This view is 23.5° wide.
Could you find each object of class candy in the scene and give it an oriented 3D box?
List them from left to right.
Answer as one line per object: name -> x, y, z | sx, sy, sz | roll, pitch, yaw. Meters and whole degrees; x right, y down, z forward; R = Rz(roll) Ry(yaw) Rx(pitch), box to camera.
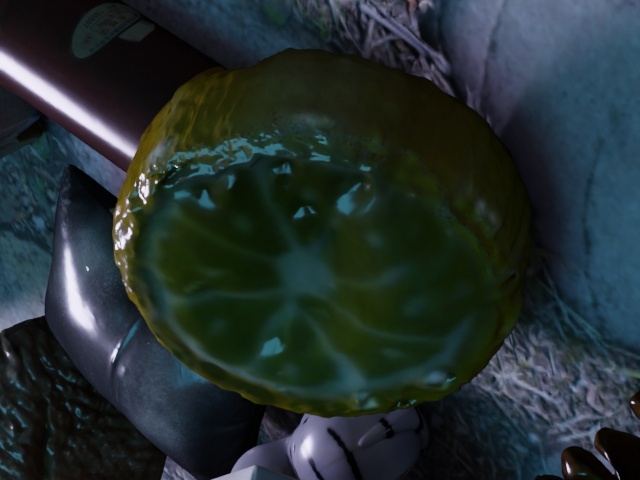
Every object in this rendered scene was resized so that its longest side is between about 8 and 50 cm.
candy -> 0.000, 0.000, 0.941 | 0.260, 0.118, 0.260 | 8, 134, 9

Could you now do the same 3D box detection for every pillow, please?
pillow -> -0.134, 0.073, 1.211 | 0.250, 0.106, 0.186 | 39, 138, 24

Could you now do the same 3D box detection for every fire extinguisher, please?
fire extinguisher -> -0.103, -0.106, 1.064 | 0.344, 0.102, 0.138 | 33, 106, 27

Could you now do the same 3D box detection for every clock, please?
clock -> -0.002, 0.166, 1.124 | 0.080, 0.117, 0.176 | 55, 142, 1

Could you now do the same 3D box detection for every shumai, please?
shumai -> -0.233, 0.179, 1.366 | 0.175, 0.166, 0.205 | 134, 131, -64

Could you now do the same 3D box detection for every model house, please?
model house -> -0.270, -0.114, 1.234 | 0.101, 0.100, 0.087 | -28, 91, 50

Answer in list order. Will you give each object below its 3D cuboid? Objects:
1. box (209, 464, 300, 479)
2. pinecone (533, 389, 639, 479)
box -> -0.002, 0.241, 1.108 | 0.273, 0.048, 0.265 | 24, 151, -24
pinecone -> 0.210, 0.192, 0.816 | 0.264, 0.264, 0.264 | 28, 134, 33
